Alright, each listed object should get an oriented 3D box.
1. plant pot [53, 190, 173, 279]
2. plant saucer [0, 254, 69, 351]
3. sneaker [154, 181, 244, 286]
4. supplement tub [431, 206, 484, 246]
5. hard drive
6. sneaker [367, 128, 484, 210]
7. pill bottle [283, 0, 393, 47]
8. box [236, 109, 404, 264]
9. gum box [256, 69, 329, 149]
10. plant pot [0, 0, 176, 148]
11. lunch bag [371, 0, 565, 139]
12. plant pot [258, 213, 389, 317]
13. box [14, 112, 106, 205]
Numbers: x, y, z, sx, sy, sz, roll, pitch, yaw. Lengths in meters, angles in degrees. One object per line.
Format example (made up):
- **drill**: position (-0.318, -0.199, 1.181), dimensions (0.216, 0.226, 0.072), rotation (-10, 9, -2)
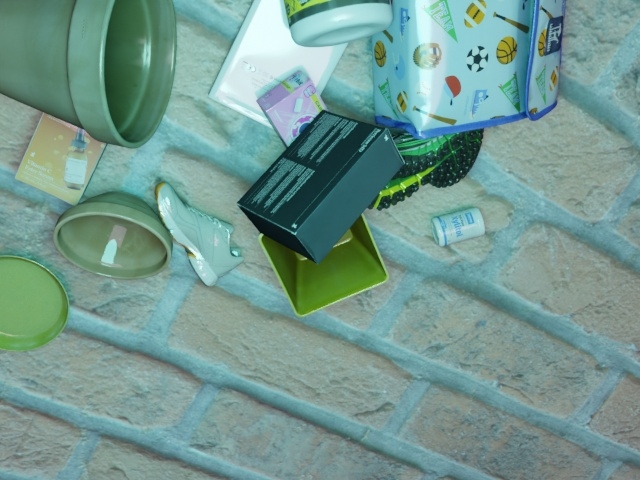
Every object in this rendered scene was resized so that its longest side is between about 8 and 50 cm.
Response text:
- **plant pot**: position (-0.421, -0.024, 1.416), dimensions (0.238, 0.109, 0.237), rotation (1, 144, 1)
- **plant saucer**: position (-0.680, 0.135, 1.514), dimensions (0.241, 0.037, 0.240), rotation (-2, 113, -6)
- **sneaker**: position (-0.259, -0.030, 1.477), dimensions (0.121, 0.099, 0.262), rotation (-30, 122, -3)
- **supplement tub**: position (0.313, -0.031, 1.556), dimensions (0.107, 0.071, 0.070), rotation (-16, 114, 0)
- **hard drive**: position (-0.068, -0.382, 1.368), dimensions (0.203, 0.040, 0.307), rotation (24, 108, -17)
- **sneaker**: position (0.198, -0.186, 1.425), dimensions (0.344, 0.146, 0.134), rotation (-19, 135, -24)
- **pill bottle**: position (0.009, -0.529, 1.205), dimensions (0.188, 0.188, 0.333), rotation (-11, 95, -3)
- **box**: position (0.001, -0.107, 1.278), dimensions (0.261, 0.184, 0.103), rotation (-49, 132, -14)
- **gum box**: position (-0.034, -0.233, 1.381), dimensions (0.107, 0.062, 0.188), rotation (-36, 131, -2)
- **plant pot**: position (-0.445, -0.342, 1.213), dimensions (0.281, 0.323, 0.322), rotation (9, 113, 6)
- **lunch bag**: position (0.311, -0.391, 1.318), dimensions (0.386, 0.239, 0.327), rotation (-12, 115, -19)
- **plant pot**: position (0.000, 0.000, 1.463), dimensions (0.212, 0.187, 0.212), rotation (-23, 114, 3)
- **box**: position (-0.510, -0.181, 1.369), dimensions (0.130, 0.091, 0.170), rotation (25, 108, -17)
